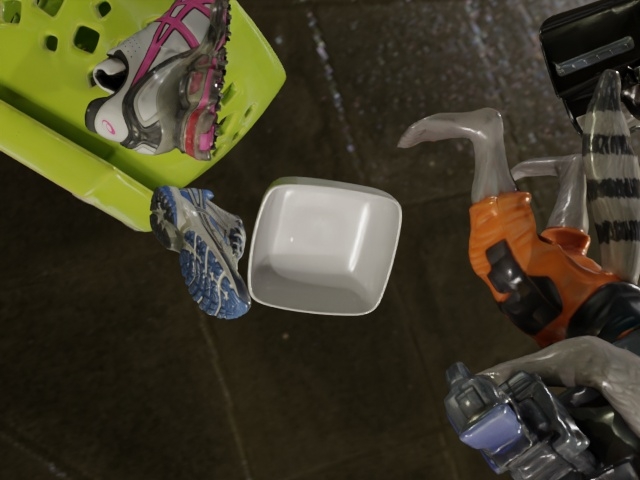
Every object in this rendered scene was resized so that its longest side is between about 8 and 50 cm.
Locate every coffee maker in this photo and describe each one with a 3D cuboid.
[{"bbox_3d":[0.281,-0.179,1.054,0.120,0.178,0.171,15,68,-42],"label":"coffee maker"}]

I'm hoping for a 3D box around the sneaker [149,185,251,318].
[{"bbox_3d":[-0.077,0.003,0.961,0.058,0.052,0.135,-9,47,-30],"label":"sneaker"}]

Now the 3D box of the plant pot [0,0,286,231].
[{"bbox_3d":[-0.193,-0.143,1.154,0.228,0.227,0.207,30,87,15],"label":"plant pot"}]

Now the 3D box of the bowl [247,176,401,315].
[{"bbox_3d":[0.000,0.000,1.273,0.142,0.142,0.053,7,27,-11],"label":"bowl"}]

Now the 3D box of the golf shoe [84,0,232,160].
[{"bbox_3d":[-0.100,-0.119,0.829,0.086,0.067,0.186,7,33,-3],"label":"golf shoe"}]

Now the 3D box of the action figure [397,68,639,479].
[{"bbox_3d":[0.170,0.060,0.793,0.330,0.179,0.341,67,12,18],"label":"action figure"}]
